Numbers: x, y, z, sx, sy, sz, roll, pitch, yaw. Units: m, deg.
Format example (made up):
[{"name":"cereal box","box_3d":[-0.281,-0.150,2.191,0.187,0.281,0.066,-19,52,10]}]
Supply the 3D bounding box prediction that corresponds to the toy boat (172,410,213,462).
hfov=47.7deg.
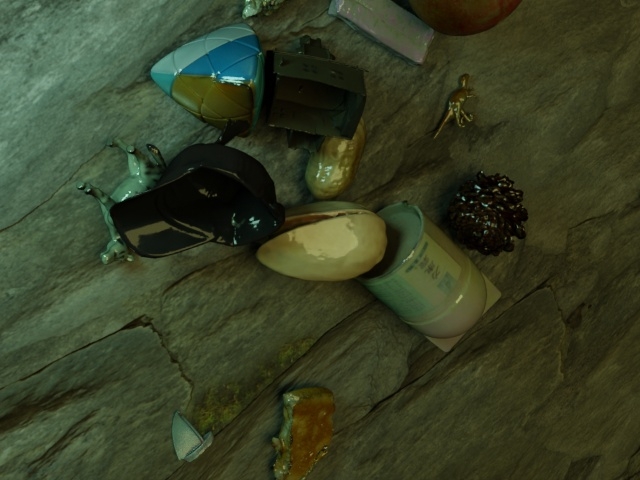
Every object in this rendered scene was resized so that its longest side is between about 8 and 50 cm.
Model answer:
[{"name":"toy boat","box_3d":[-0.315,0.449,1.681,0.096,0.034,0.122,-42,111,-16]}]

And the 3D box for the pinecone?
[{"name":"pinecone","box_3d":[0.449,-0.080,1.919,0.221,0.221,0.221,-8,106,-30]}]

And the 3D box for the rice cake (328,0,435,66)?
[{"name":"rice cake","box_3d":[0.148,-0.518,1.713,0.298,0.050,0.106,21,90,-34]}]

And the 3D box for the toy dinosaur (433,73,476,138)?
[{"name":"toy dinosaur","box_3d":[0.345,-0.353,1.888,0.162,0.039,0.126,-24,104,-20]}]

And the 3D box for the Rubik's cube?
[{"name":"Rubik's cube","box_3d":[-0.175,-0.334,1.510,0.254,0.254,0.254,-8,106,-30]}]

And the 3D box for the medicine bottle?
[{"name":"medicine bottle","box_3d":[0.280,0.111,1.838,0.406,0.235,0.236,40,80,-31]}]

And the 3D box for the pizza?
[{"name":"pizza","box_3d":[-0.050,0.503,1.831,0.189,0.071,0.297,-7,109,-43]}]

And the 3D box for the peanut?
[{"name":"peanut","box_3d":[0.034,-0.201,1.674,0.129,0.129,0.224,10,93,-33]}]

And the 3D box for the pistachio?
[{"name":"pistachio","box_3d":[0.000,0.000,1.655,0.318,0.193,0.214,-4,146,-25]}]

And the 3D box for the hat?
[{"name":"hat","box_3d":[-0.250,-0.112,1.454,0.336,0.209,0.238,-8,141,-7]}]

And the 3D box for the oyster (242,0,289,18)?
[{"name":"oyster","box_3d":[-0.106,-0.548,1.542,0.125,0.064,0.177,10,95,-29]}]

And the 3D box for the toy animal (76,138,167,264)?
[{"name":"toy animal","box_3d":[-0.409,-0.084,1.449,0.170,0.090,0.255,21,100,-53]}]

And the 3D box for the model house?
[{"name":"model house","box_3d":[-0.023,-0.337,1.571,0.211,0.243,0.204,9,138,-15]}]

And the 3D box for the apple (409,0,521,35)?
[{"name":"apple","box_3d":[0.325,-0.634,1.624,0.277,0.319,0.319,26,87,-52]}]
